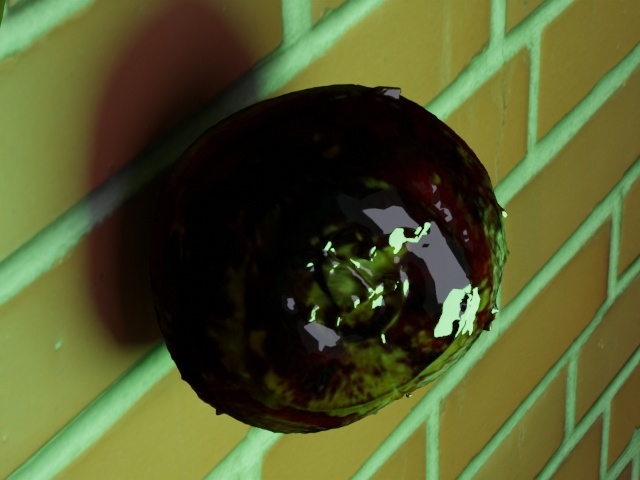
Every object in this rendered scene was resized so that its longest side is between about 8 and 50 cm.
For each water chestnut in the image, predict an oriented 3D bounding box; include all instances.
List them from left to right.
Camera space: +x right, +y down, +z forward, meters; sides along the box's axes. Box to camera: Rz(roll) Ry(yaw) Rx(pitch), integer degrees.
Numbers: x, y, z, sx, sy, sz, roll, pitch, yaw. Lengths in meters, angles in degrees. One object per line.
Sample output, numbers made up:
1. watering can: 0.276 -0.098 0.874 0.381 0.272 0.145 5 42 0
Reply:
1. water chestnut: 0.000 0.000 1.726 0.350 0.302 0.350 -9 120 -16

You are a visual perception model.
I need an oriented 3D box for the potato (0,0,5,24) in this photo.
1. potato: -0.277 -0.183 1.117 0.195 0.176 0.369 67 24 -65
